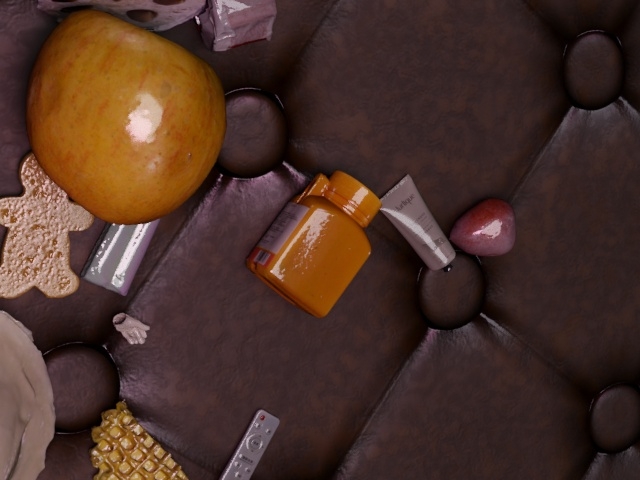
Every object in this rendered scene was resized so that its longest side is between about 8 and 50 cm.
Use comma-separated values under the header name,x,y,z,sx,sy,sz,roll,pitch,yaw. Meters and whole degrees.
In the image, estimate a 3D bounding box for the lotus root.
name,x,y,z,sx,sy,sz,roll,pitch,yaw
lotus root,-0.290,-0.423,1.658,0.272,0.272,0.191,-2,84,-25

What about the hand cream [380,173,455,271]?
name,x,y,z,sx,sy,sz,roll,pitch,yaw
hand cream,0.178,-0.019,2.045,0.087,0.054,0.186,-42,107,-18

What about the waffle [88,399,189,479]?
name,x,y,z,sx,sy,sz,roll,pitch,yaw
waffle,-0.297,0.352,1.889,0.161,0.046,0.191,-10,103,-21

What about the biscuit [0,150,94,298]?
name,x,y,z,sx,sy,sz,roll,pitch,yaw
biscuit,-0.430,-0.026,1.765,0.158,0.035,0.240,7,97,-28

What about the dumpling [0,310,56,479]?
name,x,y,z,sx,sy,sz,roll,pitch,yaw
dumpling,-0.528,0.250,1.670,0.315,0.233,0.395,-52,130,-11

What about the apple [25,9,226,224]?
name,x,y,z,sx,sy,sz,roll,pitch,yaw
apple,-0.285,-0.175,1.670,0.299,0.299,0.275,22,101,-27

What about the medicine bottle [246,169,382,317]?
name,x,y,z,sx,sy,sz,roll,pitch,yaw
medicine bottle,0.000,0.000,1.927,0.149,0.112,0.222,40,82,-25

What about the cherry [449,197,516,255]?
name,x,y,z,sx,sy,sz,roll,pitch,yaw
cherry,0.305,-0.017,2.081,0.126,0.087,0.106,-35,108,-19

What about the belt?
name,x,y,z,sx,sy,sz,roll,pitch,yaw
belt,-0.153,-0.394,1.777,0.124,0.128,0.200,-18,103,-20

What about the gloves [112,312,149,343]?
name,x,y,z,sx,sy,sz,roll,pitch,yaw
gloves,-0.305,0.137,1.849,0.044,0.037,0.081,-18,129,16

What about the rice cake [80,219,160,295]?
name,x,y,z,sx,sy,sz,roll,pitch,yaw
rice cake,-0.297,-0.025,1.824,0.080,0.042,0.221,26,87,-25

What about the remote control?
name,x,y,z,sx,sy,sz,roll,pitch,yaw
remote control,-0.133,0.379,1.983,0.050,0.027,0.184,34,79,-27
